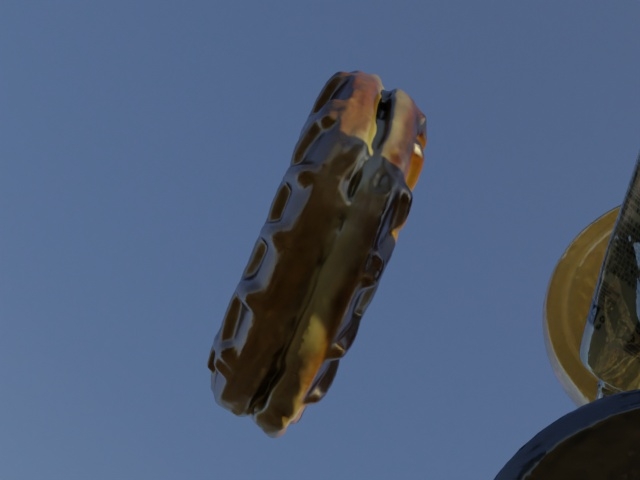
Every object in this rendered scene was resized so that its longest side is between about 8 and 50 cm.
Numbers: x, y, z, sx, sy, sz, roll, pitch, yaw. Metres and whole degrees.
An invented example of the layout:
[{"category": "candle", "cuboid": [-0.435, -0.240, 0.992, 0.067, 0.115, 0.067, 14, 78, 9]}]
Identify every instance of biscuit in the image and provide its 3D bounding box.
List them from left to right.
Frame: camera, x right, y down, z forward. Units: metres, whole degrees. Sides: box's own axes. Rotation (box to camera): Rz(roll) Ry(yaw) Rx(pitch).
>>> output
[{"category": "biscuit", "cuboid": [0.008, -0.018, 1.097, 0.115, 0.366, 0.268, 23, -54, -4]}]

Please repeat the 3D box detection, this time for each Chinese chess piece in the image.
[{"category": "Chinese chess piece", "cuboid": [0.336, 0.073, 1.142, 0.251, 0.251, 0.097, -14, -29, 23]}]

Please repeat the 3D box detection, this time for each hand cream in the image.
[{"category": "hand cream", "cuboid": [0.271, -0.008, 0.916, 0.078, 0.124, 0.341, 1, -62, -21]}]

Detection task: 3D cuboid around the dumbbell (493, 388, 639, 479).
[{"category": "dumbbell", "cuboid": [0.188, 0.218, 0.635, 0.203, 0.204, 0.322, 2, -23, 16]}]
